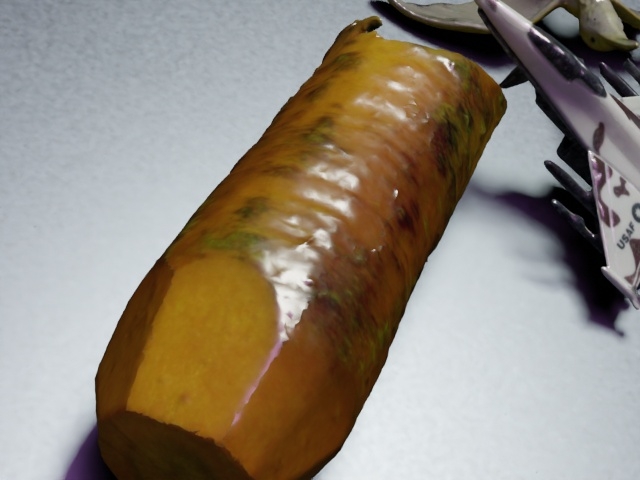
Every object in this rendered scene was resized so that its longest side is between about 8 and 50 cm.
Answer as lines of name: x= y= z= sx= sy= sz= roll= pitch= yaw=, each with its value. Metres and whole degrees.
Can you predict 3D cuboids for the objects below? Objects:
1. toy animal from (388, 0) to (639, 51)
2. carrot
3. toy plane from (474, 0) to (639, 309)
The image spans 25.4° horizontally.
toy animal: x=0.152 y=-0.165 z=0.847 sx=0.219 sy=0.095 sz=0.155 roll=-3 pitch=19 yaw=-15
carrot: x=0.000 y=0.000 z=0.665 sx=0.114 sy=0.114 sz=0.302 roll=27 pitch=47 yaw=5
toy plane: x=0.163 y=-0.049 z=0.780 sx=0.234 sy=0.082 sz=0.160 roll=35 pitch=57 yaw=-3
